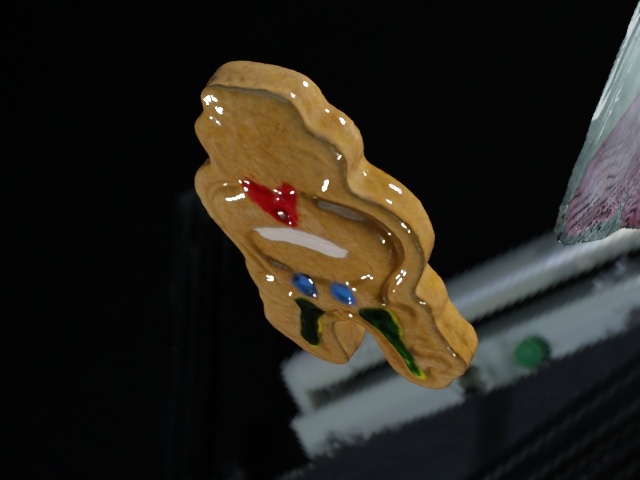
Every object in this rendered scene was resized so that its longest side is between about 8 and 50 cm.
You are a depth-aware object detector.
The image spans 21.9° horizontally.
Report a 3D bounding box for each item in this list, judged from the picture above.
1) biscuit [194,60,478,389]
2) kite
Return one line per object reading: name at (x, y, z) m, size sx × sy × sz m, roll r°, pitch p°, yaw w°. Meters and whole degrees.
biscuit at (0.000, 0.000, 1.247) m, size 0.202 × 0.334 × 0.047 m, roll 13°, pitch -125°, yaw 32°
kite at (0.179, -0.063, 0.742) m, size 0.022 × 0.360 × 0.204 m, roll 25°, pitch -92°, yaw 25°
